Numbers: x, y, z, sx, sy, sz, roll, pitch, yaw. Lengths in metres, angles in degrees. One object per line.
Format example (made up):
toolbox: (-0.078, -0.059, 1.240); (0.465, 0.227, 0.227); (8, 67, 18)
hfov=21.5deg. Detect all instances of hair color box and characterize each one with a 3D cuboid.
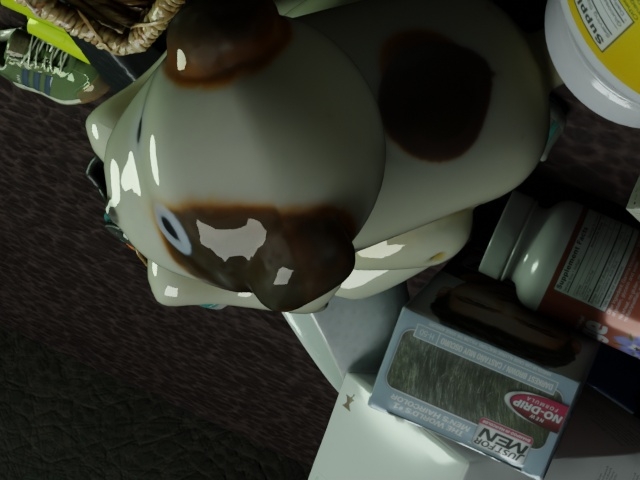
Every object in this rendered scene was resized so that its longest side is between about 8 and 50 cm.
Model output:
hair color box: (0.191, 0.113, 1.770); (0.185, 0.113, 0.374); (23, -164, 10)

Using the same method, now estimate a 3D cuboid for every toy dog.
toy dog: (0.004, -0.066, 1.319); (0.395, 0.284, 0.408); (-7, -174, 30)

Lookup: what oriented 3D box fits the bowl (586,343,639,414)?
bowl: (0.292, 0.185, 2.184); (0.391, 0.077, 0.391); (23, 162, 8)

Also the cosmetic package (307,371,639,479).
cosmetic package: (0.191, 0.244, 1.823); (0.365, 0.155, 0.197); (3, -156, -42)

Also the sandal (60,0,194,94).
sandal: (-0.148, -0.180, 1.597); (0.446, 0.107, 0.167); (47, 169, -19)

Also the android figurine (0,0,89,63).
android figurine: (-0.258, -0.259, 1.738); (0.273, 0.056, 0.248); (26, 162, 5)

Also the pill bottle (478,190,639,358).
pill bottle: (0.276, 0.033, 1.709); (0.216, 0.121, 0.121); (24, 162, 7)

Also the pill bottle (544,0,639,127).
pill bottle: (0.256, -0.183, 1.021); (0.188, 0.188, 0.334); (27, 163, -4)

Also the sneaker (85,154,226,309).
sneaker: (-0.201, -0.015, 2.084); (0.121, 0.108, 0.302); (20, -164, -39)

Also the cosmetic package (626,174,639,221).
cosmetic package: (0.348, -0.017, 1.598); (0.060, 0.041, 0.115); (3, 151, 50)

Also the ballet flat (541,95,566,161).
ballet flat: (0.143, -0.100, 1.604); (0.072, 0.068, 0.213); (37, 160, -29)

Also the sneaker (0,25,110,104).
sneaker: (-0.326, -0.208, 1.952); (0.192, 0.064, 0.086); (13, 163, 44)

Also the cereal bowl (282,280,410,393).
cereal bowl: (0.000, 0.000, 1.858); (0.339, 0.141, 0.339); (58, 174, 10)

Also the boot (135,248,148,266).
boot: (-0.194, -0.061, 1.924); (0.104, 0.211, 0.295); (-7, 163, -7)

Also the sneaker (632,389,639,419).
sneaker: (0.467, 0.294, 2.013); (0.323, 0.130, 0.236); (33, 134, -30)

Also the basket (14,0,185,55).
basket: (-0.191, -0.309, 1.229); (0.299, 0.223, 0.213); (31, 162, -12)
